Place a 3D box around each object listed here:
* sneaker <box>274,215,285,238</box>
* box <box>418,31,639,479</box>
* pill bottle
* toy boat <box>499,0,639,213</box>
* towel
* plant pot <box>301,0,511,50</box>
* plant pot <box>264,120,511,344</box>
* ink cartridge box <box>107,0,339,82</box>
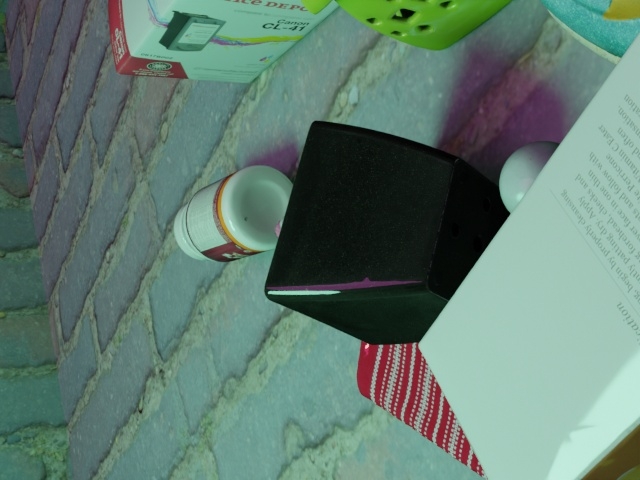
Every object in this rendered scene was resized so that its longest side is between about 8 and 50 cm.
[{"bbox_3d":[0.000,0.000,1.180,0.178,0.072,0.077,49,120,41],"label":"sneaker"},{"bbox_3d":[0.253,0.021,0.594,0.345,0.215,0.168,-62,41,40],"label":"box"},{"bbox_3d":[-0.130,-0.032,1.346,0.221,0.121,0.121,-16,76,59],"label":"pill bottle"},{"bbox_3d":[0.234,-0.160,0.692,0.267,0.148,0.318,39,123,54],"label":"toy boat"},{"bbox_3d":[0.126,0.125,0.998,0.275,0.031,0.199,25,112,57],"label":"towel"},{"bbox_3d":[0.083,-0.343,0.896,0.228,0.207,0.227,-32,63,55],"label":"plant pot"},{"bbox_3d":[0.085,-0.001,0.897,0.167,0.188,0.188,2,72,43],"label":"plant pot"},{"bbox_3d":[-0.137,-0.332,1.256,0.306,0.226,0.131,-22,72,59],"label":"ink cartridge box"}]
